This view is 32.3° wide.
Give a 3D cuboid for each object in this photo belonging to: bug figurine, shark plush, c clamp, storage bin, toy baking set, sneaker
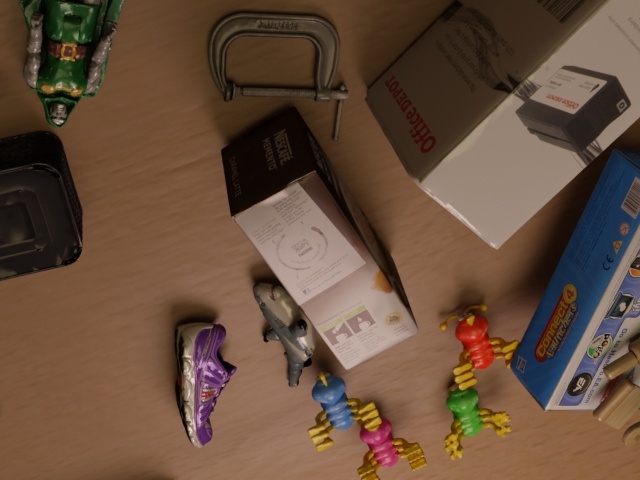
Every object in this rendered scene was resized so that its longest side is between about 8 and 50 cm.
[{"bbox_3d":[0.118,0.200,1.384,0.279,0.072,0.216,-22,128,-5],"label":"bug figurine"},{"bbox_3d":[-0.039,0.109,1.328,0.067,0.073,0.161,1,142,9],"label":"shark plush"},{"bbox_3d":[-0.042,-0.173,1.163,0.161,0.022,0.137,5,118,-15],"label":"c clamp"},{"bbox_3d":[-0.346,-0.029,1.146,0.180,0.084,0.122,-13,122,-5],"label":"storage bin"},{"bbox_3d":[0.436,0.152,1.319,0.256,0.030,0.197,-34,134,-2],"label":"toy baking set"},{"bbox_3d":[-0.135,0.175,1.320,0.071,0.068,0.170,-5,120,-16],"label":"sneaker"}]

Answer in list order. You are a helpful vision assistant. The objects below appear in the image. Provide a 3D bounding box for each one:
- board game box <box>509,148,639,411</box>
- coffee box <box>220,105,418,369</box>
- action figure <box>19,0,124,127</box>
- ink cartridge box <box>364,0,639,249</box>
[{"bbox_3d":[0.419,0.058,1.319,0.302,0.086,0.308,5,119,-31],"label":"board game box"},{"bbox_3d":[0.000,0.000,1.194,0.098,0.141,0.246,-29,125,8],"label":"coffee box"},{"bbox_3d":[-0.243,-0.215,1.077,0.137,0.063,0.232,4,122,-18],"label":"action figure"},{"bbox_3d":[0.213,-0.176,1.098,0.307,0.223,0.129,-44,119,14],"label":"ink cartridge box"}]
